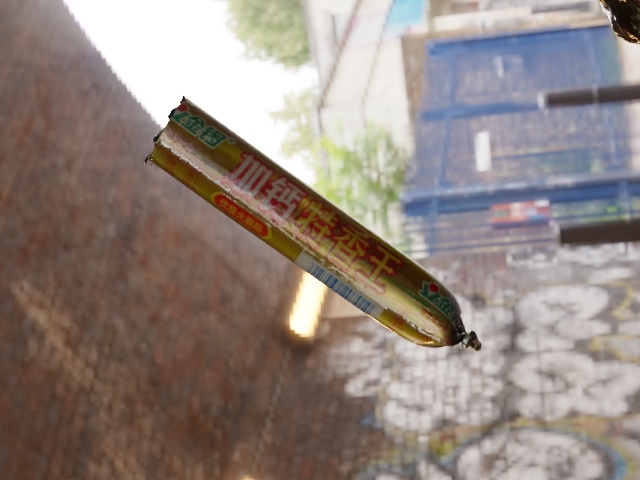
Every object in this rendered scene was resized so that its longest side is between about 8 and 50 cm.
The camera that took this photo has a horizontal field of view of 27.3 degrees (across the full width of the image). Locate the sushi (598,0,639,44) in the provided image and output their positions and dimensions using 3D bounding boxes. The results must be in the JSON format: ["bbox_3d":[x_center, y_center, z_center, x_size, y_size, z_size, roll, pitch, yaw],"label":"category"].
[{"bbox_3d":[0.411,-0.308,1.339,0.211,0.350,0.171,-50,-57,-17],"label":"sushi"}]

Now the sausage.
[{"bbox_3d":[0.000,0.000,1.262,0.082,0.371,0.082,-55,-2,-2],"label":"sausage"}]
